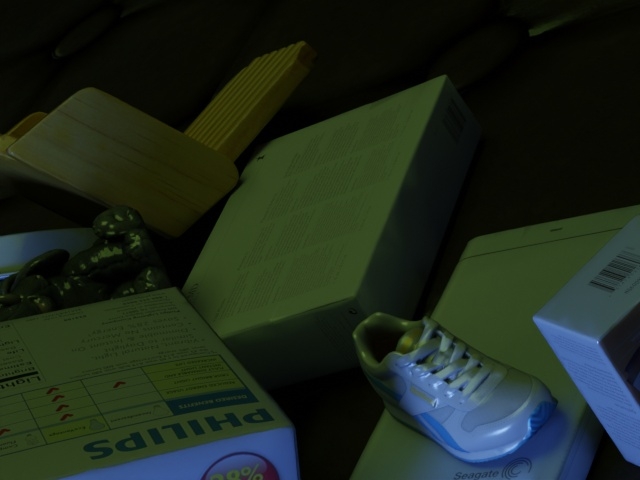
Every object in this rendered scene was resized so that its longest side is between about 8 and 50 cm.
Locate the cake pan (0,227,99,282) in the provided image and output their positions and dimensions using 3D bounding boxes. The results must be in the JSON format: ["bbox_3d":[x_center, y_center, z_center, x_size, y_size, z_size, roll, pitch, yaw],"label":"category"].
[{"bbox_3d":[-0.335,0.035,2.096,0.293,0.054,0.293,-7,-8,-1],"label":"cake pan"}]

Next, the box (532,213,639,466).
[{"bbox_3d":[0.274,0.088,1.384,0.130,0.170,0.091,-43,27,-14],"label":"box"}]

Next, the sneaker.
[{"bbox_3d":[0.108,0.123,1.505,0.087,0.092,0.228,-45,30,-21],"label":"sneaker"}]

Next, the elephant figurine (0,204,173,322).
[{"bbox_3d":[-0.277,0.072,1.838,0.239,0.186,0.169,-24,46,-4],"label":"elephant figurine"}]

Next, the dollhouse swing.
[{"bbox_3d":[-0.229,-0.169,2.180,0.305,0.315,0.347,-64,16,-8],"label":"dollhouse swing"}]

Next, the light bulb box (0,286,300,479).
[{"bbox_3d":[-0.234,0.228,1.548,0.358,0.225,0.361,-12,21,-17],"label":"light bulb box"}]

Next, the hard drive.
[{"bbox_3d":[0.176,0.113,1.595,0.233,0.047,0.353,-12,36,40],"label":"hard drive"}]

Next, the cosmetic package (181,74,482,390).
[{"bbox_3d":[0.000,0.000,1.922,0.284,0.097,0.377,-16,33,34],"label":"cosmetic package"}]
